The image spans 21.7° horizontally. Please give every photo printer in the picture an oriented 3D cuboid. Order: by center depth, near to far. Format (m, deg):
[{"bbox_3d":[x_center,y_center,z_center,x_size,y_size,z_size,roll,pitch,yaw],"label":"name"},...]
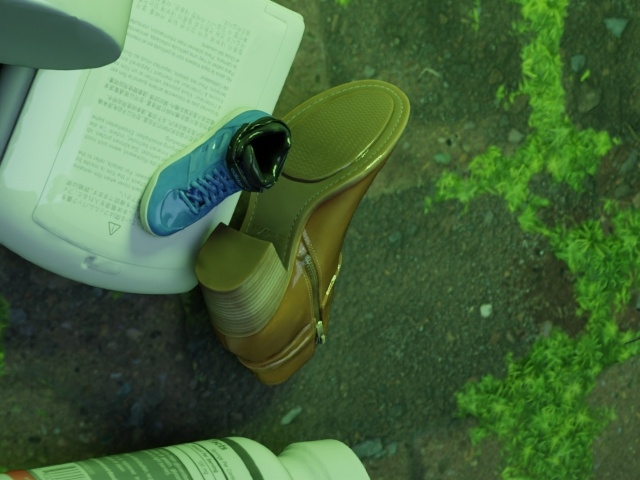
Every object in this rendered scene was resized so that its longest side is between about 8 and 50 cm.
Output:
[{"bbox_3d":[-0.176,-0.110,1.526,0.256,0.107,0.307,21,90,-32],"label":"photo printer"}]

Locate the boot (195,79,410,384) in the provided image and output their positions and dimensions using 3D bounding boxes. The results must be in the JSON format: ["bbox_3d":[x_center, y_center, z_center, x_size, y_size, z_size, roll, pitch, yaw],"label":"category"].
[{"bbox_3d":[0.000,0.000,1.608,0.283,0.109,0.220,-56,154,-19],"label":"boot"}]

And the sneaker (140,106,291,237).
[{"bbox_3d":[-0.089,-0.056,1.475,0.152,0.084,0.058,-43,119,-16],"label":"sneaker"}]

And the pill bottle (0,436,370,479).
[{"bbox_3d":[-0.135,0.298,1.572,0.363,0.210,0.210,-5,103,-28],"label":"pill bottle"}]

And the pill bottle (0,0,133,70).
[{"bbox_3d":[-0.220,-0.350,1.337,0.224,0.224,0.392,15,76,-30],"label":"pill bottle"}]
